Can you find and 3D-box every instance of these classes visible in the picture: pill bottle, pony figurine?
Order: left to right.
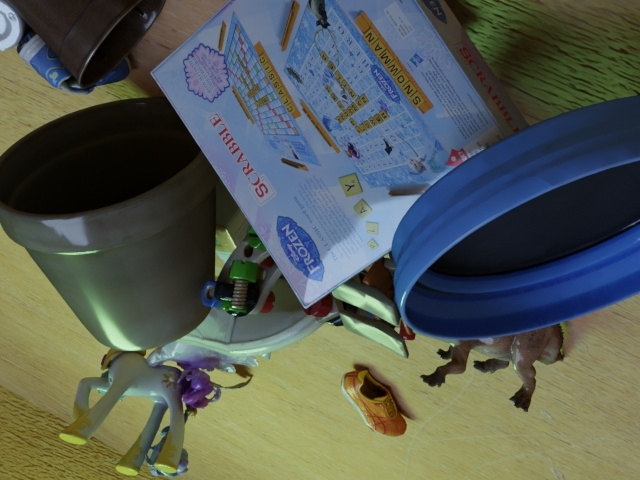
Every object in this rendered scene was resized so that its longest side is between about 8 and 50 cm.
[{"bbox_3d":[-0.409,-0.313,1.728,0.078,0.137,0.078,5,121,9],"label":"pill bottle"},{"bbox_3d":[-0.301,0.269,2.487,0.351,0.363,0.303,19,148,-8],"label":"pony figurine"}]

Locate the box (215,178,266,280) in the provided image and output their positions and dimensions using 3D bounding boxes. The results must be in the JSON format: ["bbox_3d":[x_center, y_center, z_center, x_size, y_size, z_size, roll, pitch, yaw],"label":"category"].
[{"bbox_3d":[-0.149,-0.018,2.020,0.130,0.091,0.170,17,151,30],"label":"box"}]

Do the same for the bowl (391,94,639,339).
[{"bbox_3d":[0.257,-0.018,1.309,0.391,0.391,0.077,102,153,-63],"label":"bowl"}]

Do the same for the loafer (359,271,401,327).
[{"bbox_3d":[0.081,0.086,1.983,0.148,0.056,0.050,23,159,19],"label":"loafer"}]

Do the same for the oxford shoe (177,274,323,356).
[{"bbox_3d":[-0.146,0.101,2.171,0.449,0.169,0.130,1,120,50],"label":"oxford shoe"}]

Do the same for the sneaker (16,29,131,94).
[{"bbox_3d":[-0.325,-0.231,1.757,0.081,0.080,0.211,53,-158,15],"label":"sneaker"}]

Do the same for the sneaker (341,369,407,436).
[{"bbox_3d":[0.106,0.299,2.328,0.067,0.064,0.175,-11,134,42],"label":"sneaker"}]

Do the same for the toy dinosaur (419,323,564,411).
[{"bbox_3d":[0.250,0.110,1.780,0.295,0.200,0.127,19,-159,-20],"label":"toy dinosaur"}]

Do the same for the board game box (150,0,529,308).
[{"bbox_3d":[0.017,-0.139,1.359,0.318,0.066,0.319,-35,86,34],"label":"board game box"}]

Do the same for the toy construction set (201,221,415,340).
[{"bbox_3d":[0.000,0.000,1.786,0.308,0.237,0.257,11,173,-21],"label":"toy construction set"}]

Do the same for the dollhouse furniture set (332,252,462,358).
[{"bbox_3d":[0.114,0.016,1.590,0.135,0.262,0.259,22,153,27],"label":"dollhouse furniture set"}]

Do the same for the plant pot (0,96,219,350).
[{"bbox_3d":[-0.278,-0.007,1.842,0.323,0.323,0.280,14,131,35],"label":"plant pot"}]

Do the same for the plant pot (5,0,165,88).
[{"bbox_3d":[-0.308,-0.308,1.630,0.165,0.167,0.167,41,155,1],"label":"plant pot"}]
